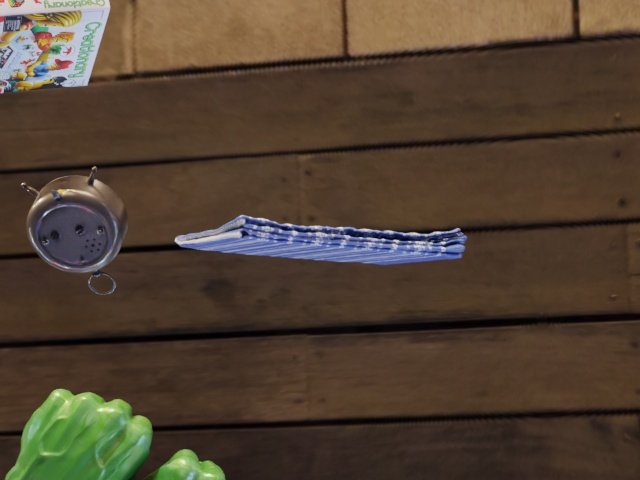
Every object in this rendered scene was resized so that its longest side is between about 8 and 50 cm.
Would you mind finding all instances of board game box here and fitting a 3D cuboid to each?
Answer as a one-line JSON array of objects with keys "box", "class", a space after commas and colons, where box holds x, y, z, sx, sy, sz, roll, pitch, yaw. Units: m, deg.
[{"box": [-0.491, -0.350, 1.881, 0.193, 0.305, 0.053, -9, 76, -22], "class": "board game box"}]

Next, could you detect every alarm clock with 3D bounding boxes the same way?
[{"box": [-0.324, -0.002, 1.450, 0.129, 0.064, 0.192, -12, 122, 8], "class": "alarm clock"}]

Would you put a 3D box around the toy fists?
[{"box": [-0.206, 0.274, 1.199, 0.279, 0.096, 0.142, 35, 94, -2], "class": "toy fists"}]

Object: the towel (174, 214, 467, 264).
[{"box": [0.000, 0.000, 1.447, 0.336, 0.243, 0.040, 5, 83, -26], "class": "towel"}]
